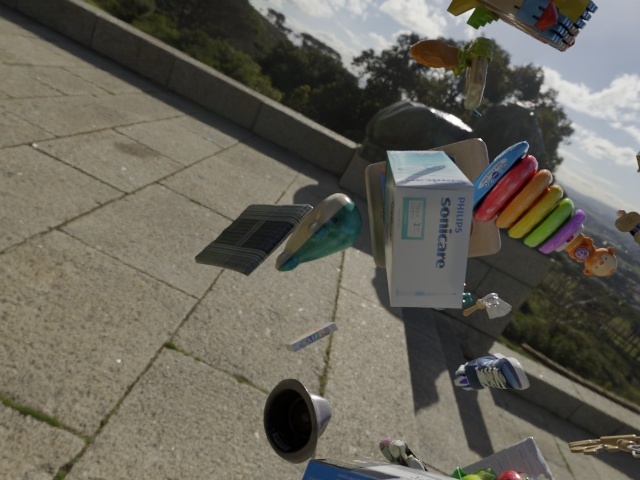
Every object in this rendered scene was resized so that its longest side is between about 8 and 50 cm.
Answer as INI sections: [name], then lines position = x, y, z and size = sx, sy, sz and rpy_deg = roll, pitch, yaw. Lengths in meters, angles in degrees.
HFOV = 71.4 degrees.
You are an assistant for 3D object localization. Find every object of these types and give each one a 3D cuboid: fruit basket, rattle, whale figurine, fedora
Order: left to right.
[fedora]
position = -0.057, 0.553, 1.389
size = 0.124, 0.275, 0.243
rpy_deg = 6, 49, -43
[whale figurine]
position = 0.000, 0.000, 1.204
size = 0.141, 0.272, 0.216
rpy_deg = 44, 0, 1
[rattle]
position = 0.251, -0.302, 0.854
size = 0.143, 0.130, 0.200
rpy_deg = -10, 2, 12
[fruit basket]
position = 0.539, 0.794, 1.327
size = 0.165, 0.353, 0.327
rpy_deg = 57, 13, -19

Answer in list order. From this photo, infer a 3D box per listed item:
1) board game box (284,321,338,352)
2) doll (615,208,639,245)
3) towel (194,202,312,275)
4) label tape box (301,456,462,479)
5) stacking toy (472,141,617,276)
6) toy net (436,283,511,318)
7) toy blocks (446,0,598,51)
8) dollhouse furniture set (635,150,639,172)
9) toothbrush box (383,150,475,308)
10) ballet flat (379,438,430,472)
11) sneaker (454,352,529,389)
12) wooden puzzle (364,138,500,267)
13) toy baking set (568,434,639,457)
[board game box]
position = -0.029, 0.302, 1.394
size = 0.154, 0.103, 0.026
rpy_deg = -24, 86, -19
[doll]
position = 0.601, -0.012, 0.823
size = 0.189, 0.046, 0.129
rpy_deg = 13, 33, -45
[towel]
position = -0.218, -0.011, 1.434
size = 0.324, 0.312, 0.056
rpy_deg = 8, -42, 47
[label tape box]
position = 0.106, 0.460, 0.771
size = 0.249, 0.115, 0.348
rpy_deg = -3, -24, 34
[stacking toy]
position = 0.440, -0.037, 0.869
size = 0.302, 0.175, 0.166
rpy_deg = 44, 16, 14
[toy net]
position = 0.438, 0.165, 1.308
size = 0.233, 0.122, 0.045
rpy_deg = 6, 25, 8
[toy blocks]
position = 0.473, -0.526, 0.992
size = 0.382, 0.190, 0.261
rpy_deg = -4, 44, -45
[dollhouse furniture set]
position = 0.884, -0.201, 1.050
size = 0.182, 0.161, 0.101
rpy_deg = 5, -52, 57
[toothbrush box]
position = 0.187, -0.037, 0.837
size = 0.126, 0.216, 0.295
rpy_deg = 1, 23, 4
[ballet flat]
position = 0.258, 0.648, 1.311
size = 0.077, 0.079, 0.222
rpy_deg = -27, 36, -24
[sneaker]
position = 0.669, 0.559, 1.795
size = 0.323, 0.237, 0.130
rpy_deg = 63, 5, -87
[wooden puzzle]
position = 0.296, -0.101, 1.243
size = 0.348, 0.321, 0.081
rpy_deg = -9, -11, 26
[toy baking set]
position = 0.750, 0.515, 1.107
size = 0.197, 0.256, 0.030
rpy_deg = 14, 60, -51
